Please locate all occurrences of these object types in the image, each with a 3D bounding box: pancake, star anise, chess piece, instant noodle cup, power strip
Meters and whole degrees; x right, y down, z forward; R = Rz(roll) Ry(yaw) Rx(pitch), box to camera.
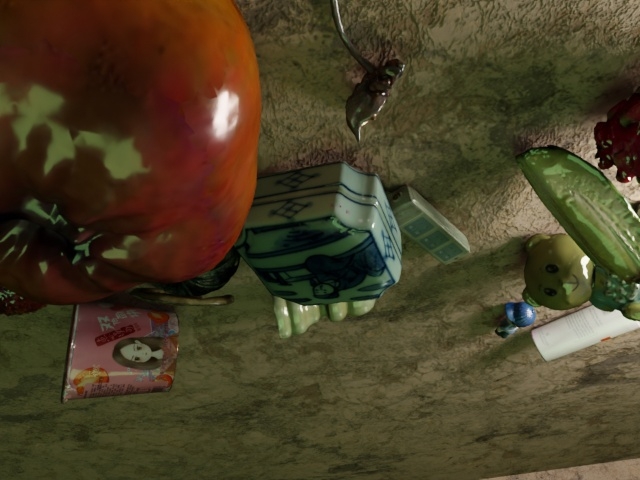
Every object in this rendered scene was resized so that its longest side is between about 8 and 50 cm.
[{"bbox_3d":[-0.301,0.124,1.121,0.235,0.029,0.212,3,176,29],"label":"pancake"},{"bbox_3d":[0.029,-0.285,0.772,0.227,0.148,0.218,41,159,-9],"label":"star anise"},{"bbox_3d":[0.009,0.145,1.226,0.244,0.133,0.133,-12,138,-5],"label":"chess piece"},{"bbox_3d":[-0.462,0.254,1.199,0.232,0.242,0.243,8,136,-25],"label":"instant noodle cup"},{"bbox_3d":[0.229,-0.026,1.105,0.078,0.052,0.272,-32,132,28],"label":"power strip"}]

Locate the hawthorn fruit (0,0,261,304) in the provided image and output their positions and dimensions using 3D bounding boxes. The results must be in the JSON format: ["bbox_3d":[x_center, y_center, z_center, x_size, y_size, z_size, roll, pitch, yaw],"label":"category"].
[{"bbox_3d":[-0.282,-0.169,0.602,0.473,0.471,0.471,-4,138,-3],"label":"hawthorn fruit"}]

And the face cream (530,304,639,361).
[{"bbox_3d":[0.764,0.226,1.418,0.346,0.101,0.102,-29,133,25],"label":"face cream"}]

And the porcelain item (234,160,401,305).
[{"bbox_3d":[0.000,0.000,0.991,0.282,0.157,0.285,-6,140,21],"label":"porcelain item"}]

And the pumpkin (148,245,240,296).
[{"bbox_3d":[-0.261,0.012,1.004,0.221,0.161,0.220,-1,134,-1],"label":"pumpkin"}]

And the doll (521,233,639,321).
[{"bbox_3d":[0.593,0.076,1.156,0.261,0.161,0.176,2,106,19],"label":"doll"}]

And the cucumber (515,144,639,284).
[{"bbox_3d":[0.508,-0.070,0.992,0.105,0.145,0.325,-43,94,9],"label":"cucumber"}]

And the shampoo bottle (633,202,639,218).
[{"bbox_3d":[0.706,0.000,1.193,0.064,0.057,0.207,1,137,-9],"label":"shampoo bottle"}]

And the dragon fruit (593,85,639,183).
[{"bbox_3d":[0.614,-0.205,0.877,0.273,0.198,0.218,-34,125,-6],"label":"dragon fruit"}]

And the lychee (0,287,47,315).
[{"bbox_3d":[-0.597,0.061,1.012,0.188,0.188,0.188,-4,138,-3],"label":"lychee"}]

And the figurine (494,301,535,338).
[{"bbox_3d":[0.530,0.223,1.404,0.077,0.079,0.136,-35,145,-33],"label":"figurine"}]
